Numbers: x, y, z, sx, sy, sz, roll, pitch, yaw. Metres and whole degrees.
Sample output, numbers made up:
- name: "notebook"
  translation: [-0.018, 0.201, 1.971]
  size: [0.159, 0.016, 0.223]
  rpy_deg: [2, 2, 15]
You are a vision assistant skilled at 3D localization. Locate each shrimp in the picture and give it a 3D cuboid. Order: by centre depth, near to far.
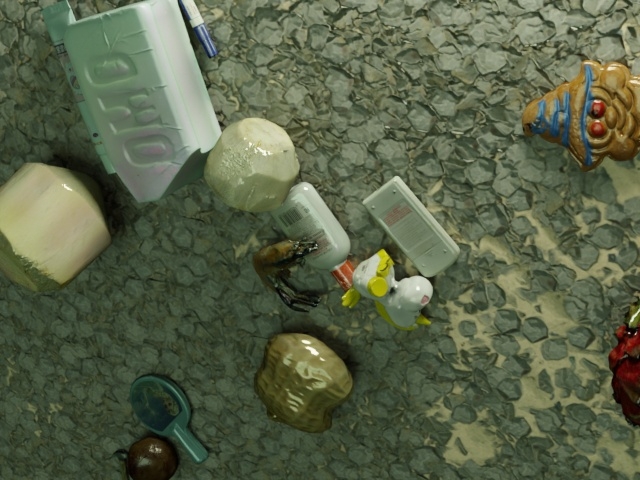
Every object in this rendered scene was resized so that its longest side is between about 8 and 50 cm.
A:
- name: "shrimp"
  translation: [-0.048, 0.066, 1.795]
  size: [0.152, 0.046, 0.219]
  rpy_deg: [52, 145, -7]

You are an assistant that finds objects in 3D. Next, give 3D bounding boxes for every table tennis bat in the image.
- name: "table tennis bat"
  translation: [-0.332, 0.398, 2.122]
  size: [0.149, 0.038, 0.237]
  rpy_deg: [-33, 97, 31]

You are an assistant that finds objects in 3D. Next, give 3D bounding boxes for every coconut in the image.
- name: "coconut"
  translation: [-0.124, -0.124, 1.706]
  size: [0.161, 0.161, 0.162]
  rpy_deg: [30, 124, 6]
- name: "coconut"
  translation: [-0.530, -0.036, 1.873]
  size: [0.239, 0.244, 0.239]
  rpy_deg: [33, 153, 19]

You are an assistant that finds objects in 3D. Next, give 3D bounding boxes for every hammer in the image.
- name: "hammer"
  translation: [-0.465, 0.571, 2.273]
  size: [0.062, 0.017, 0.182]
  rpy_deg: [10, 119, 18]

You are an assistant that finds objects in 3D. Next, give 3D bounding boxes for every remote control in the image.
- name: "remote control"
  translation: [0.165, -0.021, 1.712]
  size: [0.087, 0.029, 0.190]
  rpy_deg: [-38, 97, 32]

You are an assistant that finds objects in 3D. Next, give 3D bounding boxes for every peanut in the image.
- name: "peanut"
  translation: [-0.040, 0.289, 1.905]
  size: [0.197, 0.110, 0.233]
  rpy_deg: [30, 120, 6]

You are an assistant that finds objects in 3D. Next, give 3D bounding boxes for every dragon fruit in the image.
- name: "dragon fruit"
  translation: [0.596, 0.225, 1.550]
  size: [0.245, 0.244, 0.298]
  rpy_deg: [-4, 105, 24]

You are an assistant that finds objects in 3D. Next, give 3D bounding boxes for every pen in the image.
- name: "pen"
  translation: [-0.234, -0.416, 1.681]
  size: [0.025, 0.025, 0.204]
  rpy_deg: [-17, 108, 28]

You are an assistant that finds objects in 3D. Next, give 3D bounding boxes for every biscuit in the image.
- name: "biscuit"
  translation: [0.455, -0.197, 1.507]
  size: [0.280, 0.043, 0.183]
  rpy_deg: [-1, 118, 26]

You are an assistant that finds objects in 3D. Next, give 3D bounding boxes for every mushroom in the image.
- name: "mushroom"
  translation: [-0.382, 0.501, 2.175]
  size: [0.127, 0.087, 0.127]
  rpy_deg: [-1, 121, -2]

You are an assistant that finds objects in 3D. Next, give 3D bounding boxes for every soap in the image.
- name: "soap"
  translation: [-0.313, -0.250, 1.735]
  size: [0.208, 0.115, 0.346]
  rpy_deg: [-5, 113, 31]

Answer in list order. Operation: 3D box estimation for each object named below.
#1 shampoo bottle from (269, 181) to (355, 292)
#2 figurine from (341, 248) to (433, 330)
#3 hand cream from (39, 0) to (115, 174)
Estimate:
- name: "shampoo bottle"
  translation: [0.000, 0.000, 1.777]
  size: [0.108, 0.051, 0.220]
  rpy_deg: [-30, 102, 34]
- name: "figurine"
  translation: [0.137, 0.101, 1.755]
  size: [0.178, 0.109, 0.129]
  rpy_deg: [29, 127, -15]
- name: "hand cream"
  translation: [-0.440, -0.288, 1.817]
  size: [0.085, 0.058, 0.331]
  rpy_deg: [-5, 109, 42]
